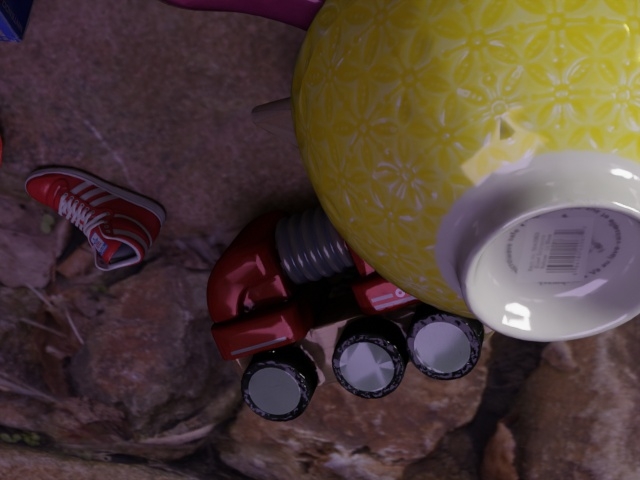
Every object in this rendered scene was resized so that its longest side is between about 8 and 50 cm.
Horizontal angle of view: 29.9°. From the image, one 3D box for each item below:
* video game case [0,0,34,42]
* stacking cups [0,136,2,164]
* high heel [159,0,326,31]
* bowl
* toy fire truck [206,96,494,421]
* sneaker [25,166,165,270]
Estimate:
[{"bbox_3d":[-0.339,-0.217,0.750,0.244,0.061,0.269,7,163,9],"label":"video game case"},{"bbox_3d":[-0.417,-0.087,0.949,0.316,0.096,0.096,10,134,5],"label":"stacking cups"},{"bbox_3d":[0.006,-0.194,0.727,0.377,0.127,0.181,32,137,-33],"label":"high heel"},{"bbox_3d":[0.128,-0.036,0.694,0.289,0.156,0.289,-1,137,-1],"label":"bowl"},{"bbox_3d":[0.000,0.000,0.912,0.217,0.158,0.246,-17,107,20],"label":"toy fire truck"},{"bbox_3d":[-0.191,-0.017,0.977,0.118,0.067,0.042,17,134,-2],"label":"sneaker"}]
